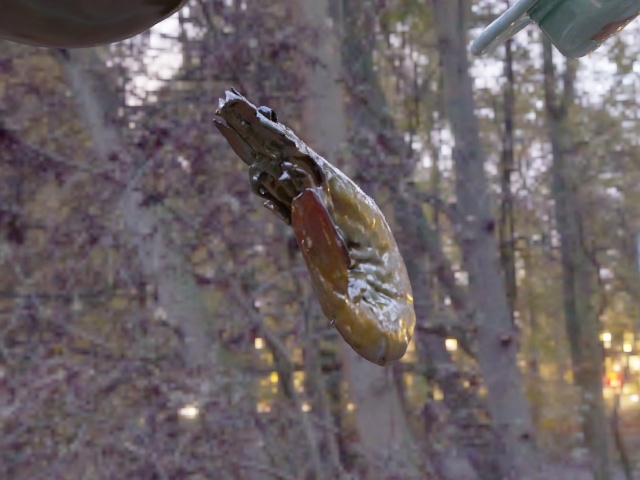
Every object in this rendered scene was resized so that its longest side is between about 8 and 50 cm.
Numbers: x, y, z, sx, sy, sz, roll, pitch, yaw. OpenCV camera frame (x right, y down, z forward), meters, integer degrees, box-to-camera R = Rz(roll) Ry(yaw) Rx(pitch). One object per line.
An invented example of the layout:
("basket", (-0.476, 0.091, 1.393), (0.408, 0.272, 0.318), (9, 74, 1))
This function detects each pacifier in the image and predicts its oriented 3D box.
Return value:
("pacifier", (0.262, -0.345, 1.278), (0.288, 0.269, 0.343), (-35, 0, -31))

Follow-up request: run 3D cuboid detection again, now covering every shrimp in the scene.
("shrimp", (0.000, 0.000, 0.951), (0.063, 0.152, 0.287), (-19, -42, 25))

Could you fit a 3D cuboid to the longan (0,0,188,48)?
("longan", (-0.170, -0.221, 0.704), (0.248, 0.248, 0.248), (-2, -8, 0))
